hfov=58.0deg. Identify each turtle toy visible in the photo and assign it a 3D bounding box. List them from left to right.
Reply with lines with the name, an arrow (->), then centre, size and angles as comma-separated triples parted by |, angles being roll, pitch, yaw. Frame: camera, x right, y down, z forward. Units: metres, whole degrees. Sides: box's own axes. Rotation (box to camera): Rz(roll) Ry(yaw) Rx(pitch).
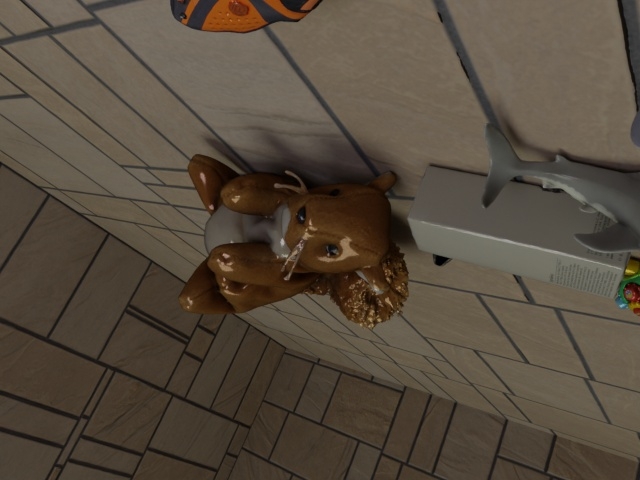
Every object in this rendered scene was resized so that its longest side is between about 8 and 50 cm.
turtle toy -> 0.462, 0.070, 0.807 | 0.095, 0.066, 0.130 | 18, 161, 18

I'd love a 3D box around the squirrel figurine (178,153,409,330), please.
squirrel figurine -> 0.000, 0.000, 0.989 | 0.397, 0.281, 0.370 | 21, 157, -41

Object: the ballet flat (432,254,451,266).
ballet flat -> 0.226, 0.006, 0.945 | 0.057, 0.049, 0.173 | 22, 165, 4

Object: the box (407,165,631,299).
box -> 0.266, -0.014, 0.778 | 0.275, 0.094, 0.113 | 16, 160, 25

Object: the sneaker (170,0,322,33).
sneaker -> -0.141, -0.281, 0.502 | 0.321, 0.125, 0.180 | 29, 160, -13

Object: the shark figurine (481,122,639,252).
shark figurine -> 0.320, -0.062, 0.628 | 0.278, 0.166, 0.116 | 36, 141, 22

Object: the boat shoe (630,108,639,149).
boat shoe -> 0.369, -0.104, 0.432 | 0.084, 0.095, 0.258 | 26, 173, -17
